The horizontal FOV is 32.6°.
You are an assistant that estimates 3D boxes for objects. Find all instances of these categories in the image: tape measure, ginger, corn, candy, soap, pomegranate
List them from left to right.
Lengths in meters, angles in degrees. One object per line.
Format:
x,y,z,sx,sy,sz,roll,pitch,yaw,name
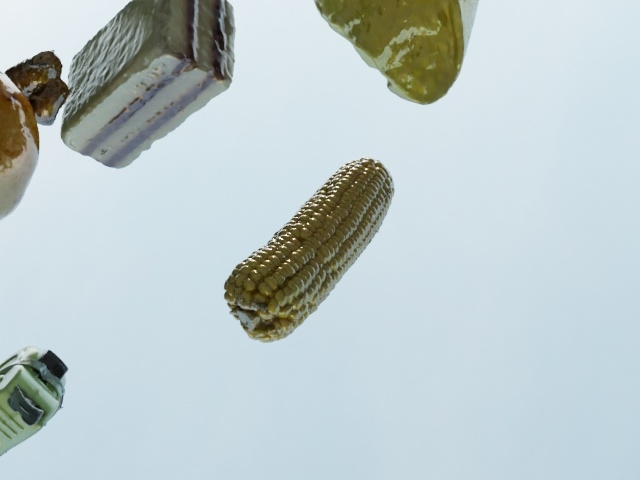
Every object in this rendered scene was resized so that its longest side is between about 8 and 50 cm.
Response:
-0.483,-0.117,1.418,0.248,0.248,0.248,-5,-120,9,pomegranate
-0.375,0.198,1.323,0.177,0.087,0.154,-30,-161,31,tape measure
-0.426,-0.214,1.611,0.162,0.103,0.073,-13,-165,36,ginger
-0.270,-0.257,1.672,0.320,0.135,0.179,-28,-133,41,candy
0.001,0.004,1.283,0.102,0.102,0.313,26,-133,23,corn
0.129,-0.426,1.536,0.115,0.306,0.427,-18,-128,45,soap
